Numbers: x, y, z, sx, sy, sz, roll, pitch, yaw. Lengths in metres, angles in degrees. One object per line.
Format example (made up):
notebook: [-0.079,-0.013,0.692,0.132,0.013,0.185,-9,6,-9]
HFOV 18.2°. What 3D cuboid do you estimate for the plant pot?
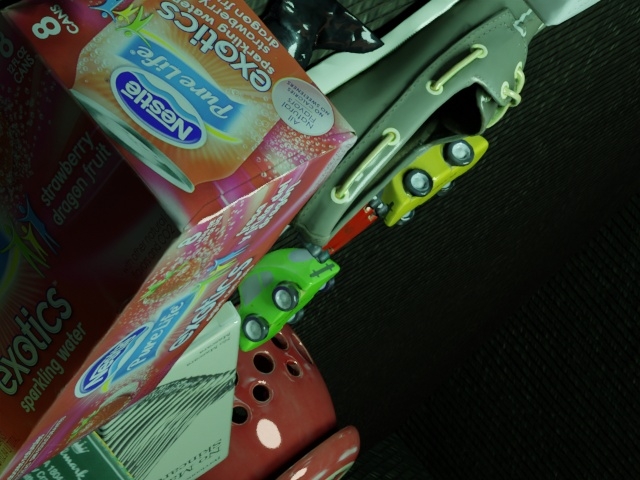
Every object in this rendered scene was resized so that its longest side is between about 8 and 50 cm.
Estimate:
plant pot: [-0.070,0.171,1.777,0.191,0.174,0.191,-41,172,-7]

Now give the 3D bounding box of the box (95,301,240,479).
box: [-0.124,0.095,1.349,0.113,0.094,0.275,-32,162,-15]

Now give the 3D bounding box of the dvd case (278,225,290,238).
dvd case: [-0.090,0.022,1.461,0.253,0.022,0.180,-45,169,26]

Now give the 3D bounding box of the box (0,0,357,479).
box: [-0.114,-0.004,0.935,0.122,0.128,0.257,-31,167,-43]

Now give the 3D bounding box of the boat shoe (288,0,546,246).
boat shoe: [0.075,-0.102,1.317,0.305,0.091,0.109,-35,169,-28]

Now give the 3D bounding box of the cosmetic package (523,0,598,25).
cosmetic package: [0.192,-0.237,1.178,0.117,0.085,0.231,-35,170,-30]

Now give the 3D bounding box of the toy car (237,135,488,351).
toy car: [0.000,0.000,1.484,0.225,0.053,0.239,-45,169,33]

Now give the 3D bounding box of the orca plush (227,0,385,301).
orca plush: [-0.068,-0.014,1.142,0.287,0.102,0.151,-41,170,8]

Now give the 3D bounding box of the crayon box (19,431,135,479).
crayon box: [-0.189,0.175,1.247,0.083,0.203,0.323,-37,170,-22]
